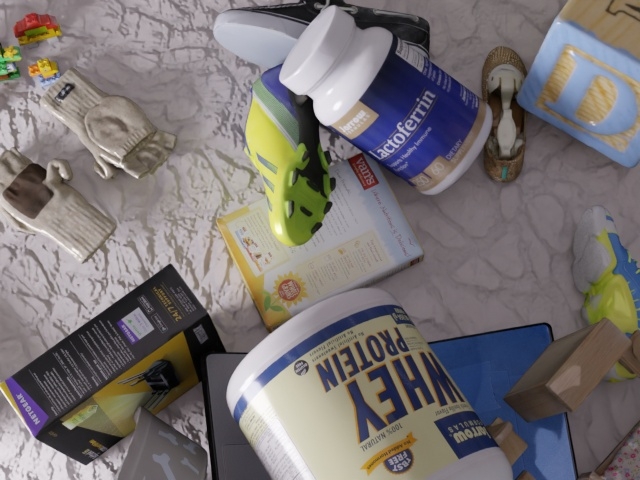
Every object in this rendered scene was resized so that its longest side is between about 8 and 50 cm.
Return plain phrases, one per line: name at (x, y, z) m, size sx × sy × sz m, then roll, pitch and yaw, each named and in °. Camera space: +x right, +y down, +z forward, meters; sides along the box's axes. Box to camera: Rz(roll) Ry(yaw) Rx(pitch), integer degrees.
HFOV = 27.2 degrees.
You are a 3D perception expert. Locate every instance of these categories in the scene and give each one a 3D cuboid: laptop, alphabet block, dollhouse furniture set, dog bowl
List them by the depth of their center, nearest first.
dog bowl at (-0.237, 0.376, 1.585) m, size 0.102 × 0.349 × 0.348 m, roll 23°, pitch 76°, yaw -8°
dollhouse furniture set at (0.395, 0.280, 1.604) m, size 0.355 × 0.174 × 0.303 m, roll 44°, pitch 73°, yaw 2°
laptop at (0.097, 0.305, 1.639) m, size 0.408 × 0.236 × 0.382 m, roll 5°, pitch 70°, yaw -40°
alphabet block at (0.409, -0.254, 1.788) m, size 0.193 × 0.192 × 0.197 m, roll 32°, pitch 60°, yaw 7°

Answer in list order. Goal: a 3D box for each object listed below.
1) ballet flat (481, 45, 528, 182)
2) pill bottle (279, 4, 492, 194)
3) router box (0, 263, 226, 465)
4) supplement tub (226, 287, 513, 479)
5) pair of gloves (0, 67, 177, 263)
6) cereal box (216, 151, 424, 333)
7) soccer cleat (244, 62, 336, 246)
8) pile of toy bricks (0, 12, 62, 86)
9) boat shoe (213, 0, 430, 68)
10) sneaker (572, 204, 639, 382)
ballet flat at (0.263, -0.185, 1.859) m, size 0.073 × 0.067 × 0.206 m, roll -1°, pitch 75°, yaw 2°
pill bottle at (0.086, -0.190, 1.773) m, size 0.265 × 0.153 × 0.153 m, roll 33°, pitch 77°, yaw -16°
router box at (-0.243, 0.163, 1.646) m, size 0.243 × 0.309 × 0.081 m, roll -36°, pitch 77°, yaw -8°
supplement tub at (0.067, 0.243, 1.488) m, size 0.235 × 0.235 × 0.325 m, roll -32°, pitch 69°, yaw -8°
pair of gloves at (-0.340, -0.103, 1.855) m, size 0.204 × 0.042 × 0.240 m, roll 30°, pitch 75°, yaw 12°
cereal box at (0.000, 0.000, 1.821) m, size 0.240 × 0.047 × 0.173 m, roll -24°, pitch 75°, yaw -6°
soccer cleat at (-0.052, -0.111, 1.810) m, size 0.121 × 0.093 × 0.289 m, roll -22°, pitch 55°, yaw 33°
pile of toy bricks at (-0.465, -0.248, 1.859) m, size 0.212 × 0.105 × 0.118 m, roll -16°, pitch 76°, yaw -4°
boat shoe at (0.006, -0.301, 1.869) m, size 0.306 × 0.113 × 0.105 m, roll 7°, pitch 69°, yaw -1°
sneaker at (0.416, 0.070, 1.791) m, size 0.126 × 0.091 × 0.240 m, roll -2°, pitch 82°, yaw -12°
